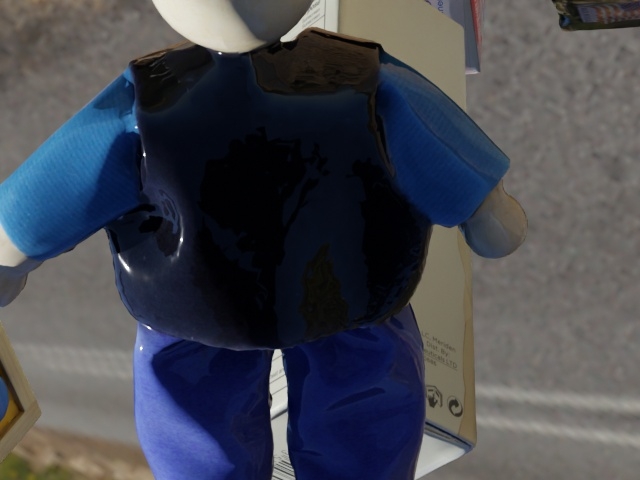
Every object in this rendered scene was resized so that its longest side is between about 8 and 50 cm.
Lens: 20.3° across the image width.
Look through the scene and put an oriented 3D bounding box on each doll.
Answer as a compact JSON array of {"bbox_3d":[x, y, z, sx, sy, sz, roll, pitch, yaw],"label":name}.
[{"bbox_3d":[-0.018,0.005,0.410,0.129,0.046,0.189,-2,128,-1],"label":"doll"}]

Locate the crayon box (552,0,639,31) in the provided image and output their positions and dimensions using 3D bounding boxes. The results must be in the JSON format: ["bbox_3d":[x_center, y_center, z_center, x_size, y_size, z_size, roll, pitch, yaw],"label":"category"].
[{"bbox_3d":[0.113,-0.256,0.664,0.081,0.319,0.202,-3,174,13],"label":"crayon box"}]

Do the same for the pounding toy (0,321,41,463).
[{"bbox_3d":[-0.203,0.068,0.826,0.100,0.130,0.141,6,130,31],"label":"pounding toy"}]

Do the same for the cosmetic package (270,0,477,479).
[{"bbox_3d":[0.000,0.000,1.070,0.113,0.309,0.160,28,138,-30],"label":"cosmetic package"}]

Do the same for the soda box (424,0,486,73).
[{"bbox_3d":[0.092,-0.224,1.501,0.092,0.083,0.263,-3,-153,9],"label":"soda box"}]
